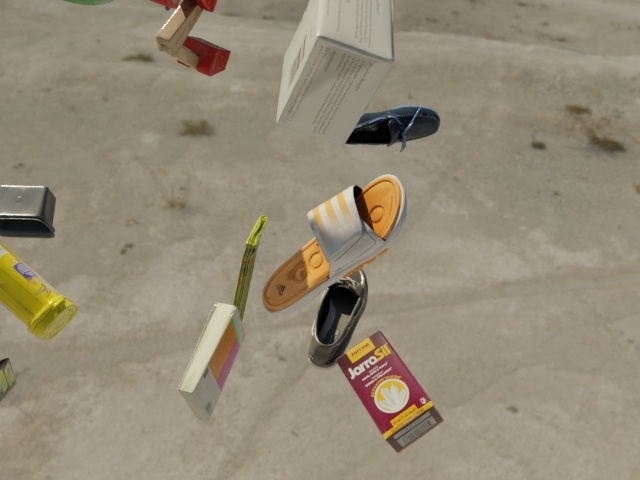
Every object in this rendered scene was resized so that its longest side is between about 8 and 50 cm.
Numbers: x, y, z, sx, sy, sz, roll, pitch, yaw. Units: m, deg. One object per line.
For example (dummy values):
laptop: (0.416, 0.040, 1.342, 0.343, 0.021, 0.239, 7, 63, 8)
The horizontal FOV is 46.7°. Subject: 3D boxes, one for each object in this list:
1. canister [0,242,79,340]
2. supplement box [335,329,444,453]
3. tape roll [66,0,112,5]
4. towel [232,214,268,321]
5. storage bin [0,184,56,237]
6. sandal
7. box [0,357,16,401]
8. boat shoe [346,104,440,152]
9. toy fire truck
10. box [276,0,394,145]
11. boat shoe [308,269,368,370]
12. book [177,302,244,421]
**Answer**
canister: (-0.472, 0.075, 1.162, 0.170, 0.073, 0.126, 41, -12, -1)
supplement box: (0.122, 0.268, 1.330, 0.104, 0.081, 0.188, -35, 50, -1)
tape roll: (-0.374, -0.462, 0.980, 0.321, 0.077, 0.321, 36, 34, -29)
towel: (-0.131, 0.074, 1.324, 0.021, 0.237, 0.102, 18, 34, 3)
storage bin: (-0.617, -0.061, 1.549, 0.135, 0.098, 0.091, 2, 64, 5)
sandal: (0.003, 0.008, 0.997, 0.076, 0.265, 0.102, 30, 25, -45)
box: (-0.411, 0.181, 0.790, 0.114, 0.036, 0.207, -14, 8, -6)
boat shoe: (0.160, -0.251, 1.748, 0.258, 0.109, 0.089, -11, 37, -4)
toy fire truck: (-0.146, -0.249, 0.804, 0.047, 0.135, 0.192, 26, 20, 12)
box: (0.022, -0.279, 1.135, 0.119, 0.181, 0.182, 17, 49, -15)
boat shoe: (0.052, 0.168, 1.853, 0.112, 0.095, 0.335, 15, 49, 8)
book: (-0.153, 0.177, 1.076, 0.035, 0.096, 0.144, 10, 55, 17)
